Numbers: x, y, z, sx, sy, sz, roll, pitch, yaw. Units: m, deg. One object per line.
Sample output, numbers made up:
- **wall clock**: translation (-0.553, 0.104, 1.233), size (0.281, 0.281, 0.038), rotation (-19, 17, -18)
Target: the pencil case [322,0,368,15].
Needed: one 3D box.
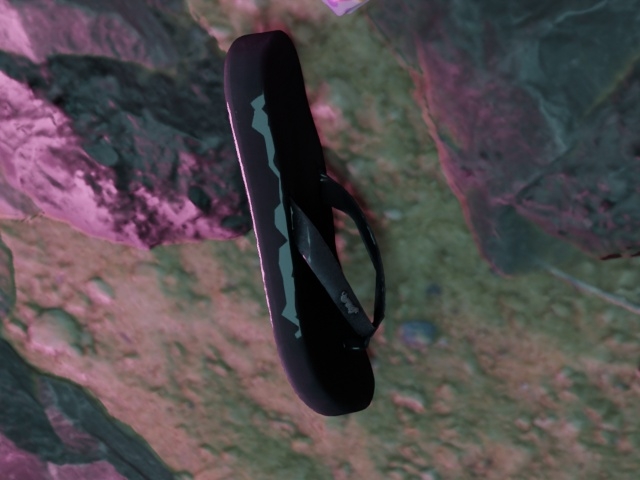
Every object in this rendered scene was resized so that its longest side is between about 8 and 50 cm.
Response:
- **pencil case**: translation (-0.033, -0.243, 0.709), size (0.273, 0.124, 0.113), rotation (47, 165, -13)

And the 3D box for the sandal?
- **sandal**: translation (0.000, 0.000, 0.856), size (0.054, 0.097, 0.254), rotation (-5, 119, 18)
